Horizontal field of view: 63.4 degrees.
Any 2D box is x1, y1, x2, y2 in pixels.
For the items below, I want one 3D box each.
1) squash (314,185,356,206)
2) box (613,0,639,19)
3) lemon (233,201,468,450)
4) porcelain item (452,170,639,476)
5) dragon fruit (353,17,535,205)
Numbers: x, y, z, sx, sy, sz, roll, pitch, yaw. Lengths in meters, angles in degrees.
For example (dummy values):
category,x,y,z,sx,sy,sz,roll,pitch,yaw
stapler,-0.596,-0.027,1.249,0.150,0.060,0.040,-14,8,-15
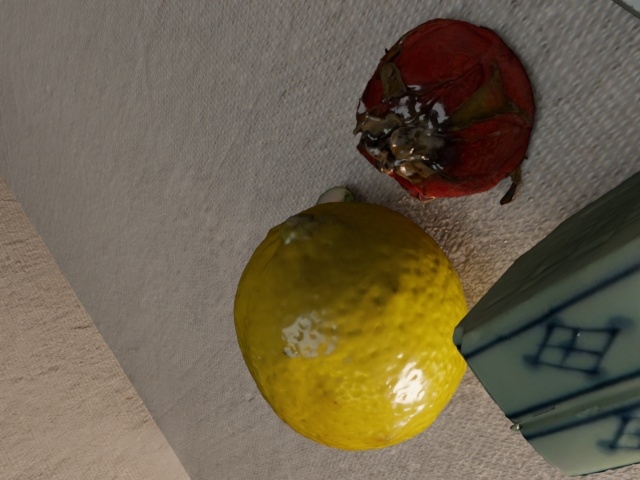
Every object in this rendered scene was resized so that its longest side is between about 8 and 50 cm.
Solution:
category,x,y,z,sx,sy,sz,roll,pitch,yaw
squash,0.000,0.000,0.862,0.069,0.069,0.239,46,137,18
box,0.266,-0.290,0.457,0.177,0.036,0.115,47,137,17
lemon,0.044,0.112,0.703,0.336,0.336,0.336,23,126,36
porcelain item,0.278,0.047,0.438,0.157,0.286,0.281,52,137,8
dragon fruit,0.119,-0.135,0.605,0.218,0.148,0.224,12,120,40
